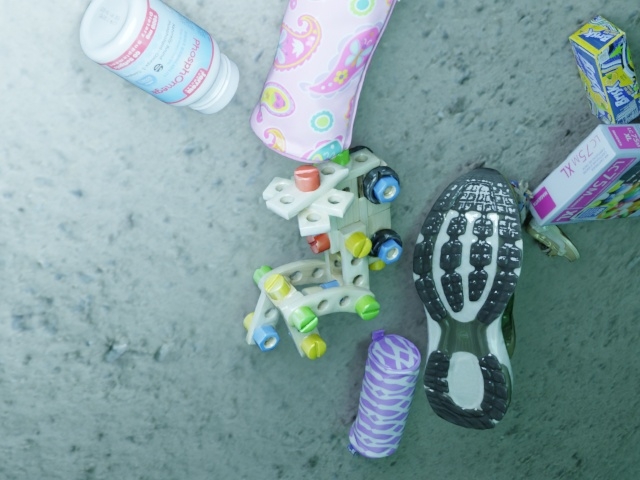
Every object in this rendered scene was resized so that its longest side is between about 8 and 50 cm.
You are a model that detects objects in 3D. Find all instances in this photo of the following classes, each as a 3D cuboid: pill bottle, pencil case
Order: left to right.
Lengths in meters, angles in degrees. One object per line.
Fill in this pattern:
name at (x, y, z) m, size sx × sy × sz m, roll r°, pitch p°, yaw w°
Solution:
pill bottle at (-0.159, -0.189, 1.104) m, size 0.087 × 0.087 × 0.160 m, roll -51°, pitch 138°, yaw 11°
pencil case at (0.017, -0.226, 1.181) m, size 0.124 × 0.124 × 0.284 m, roll -1°, pitch 126°, yaw -36°
pencil case at (0.097, 0.241, 1.672) m, size 0.086 × 0.088 × 0.206 m, roll -9°, pitch 130°, yaw -28°

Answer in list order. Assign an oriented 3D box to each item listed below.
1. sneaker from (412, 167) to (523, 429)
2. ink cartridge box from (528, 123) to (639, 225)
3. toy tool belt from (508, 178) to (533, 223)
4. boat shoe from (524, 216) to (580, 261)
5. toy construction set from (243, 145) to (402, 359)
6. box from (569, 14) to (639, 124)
sneaker at (0.229, 0.069, 1.619) m, size 0.182 × 0.158 × 0.410 m, roll -55°, pitch 150°, yaw -58°
ink cartridge box at (0.480, -0.102, 1.642) m, size 0.311 × 0.065 × 0.186 m, roll -8°, pitch 152°, yaw -35°
toy tool belt at (0.282, -0.066, 1.585) m, size 0.051 × 0.052 × 0.083 m, roll -59°, pitch 151°, yaw -28°
boat shoe at (0.359, 0.000, 1.696) m, size 0.045 × 0.050 × 0.135 m, roll -42°, pitch 131°, yaw 10°
toy construction set at (0.000, 0.000, 1.358) m, size 0.215 × 0.151 × 0.328 m, roll -23°, pitch 147°, yaw -19°
box at (0.400, -0.230, 1.514) m, size 0.054 × 0.059 × 0.169 m, roll -38°, pitch 139°, yaw -3°
